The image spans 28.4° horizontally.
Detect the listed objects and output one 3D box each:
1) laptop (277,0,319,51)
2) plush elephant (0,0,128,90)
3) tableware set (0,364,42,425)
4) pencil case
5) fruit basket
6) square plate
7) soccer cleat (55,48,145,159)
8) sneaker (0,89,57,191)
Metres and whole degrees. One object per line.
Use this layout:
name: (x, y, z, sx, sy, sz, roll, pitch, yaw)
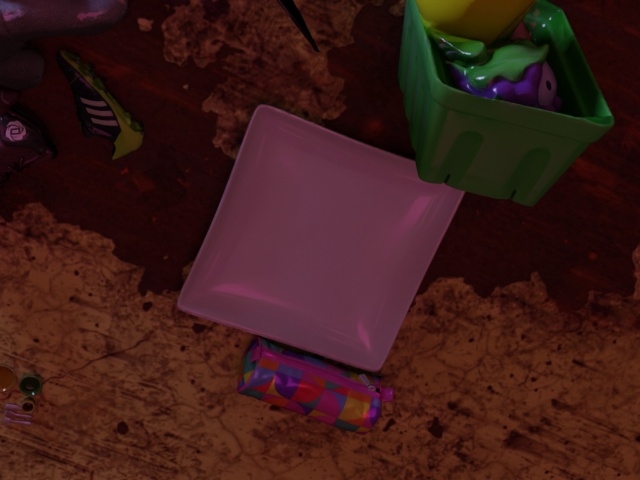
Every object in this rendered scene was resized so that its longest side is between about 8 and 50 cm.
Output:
laptop: (-0.229, -0.374, 1.547, 0.407, 0.382, 0.236, -5, 112, -6)
plush elephant: (-0.460, -0.353, 1.618, 0.330, 0.272, 0.256, -5, 77, -38)
tableware set: (-0.511, 0.239, 1.953, 0.154, 0.024, 0.104, 12, 110, -12)
pencil case: (-0.012, 0.226, 1.977, 0.236, 0.104, 0.104, 18, 108, -15)
fruit basket: (0.231, -0.285, 1.656, 0.282, 0.392, 0.392, 13, 110, -12)
square plate: (0.000, 0.000, 1.913, 0.344, 0.049, 0.347, 19, 108, -14)
soccer cleat: (-0.322, -0.189, 1.787, 0.072, 0.060, 0.179, -35, 115, 8)
sneaker: (-0.452, -0.083, 1.789, 0.162, 0.106, 0.281, -4, 112, -10)
